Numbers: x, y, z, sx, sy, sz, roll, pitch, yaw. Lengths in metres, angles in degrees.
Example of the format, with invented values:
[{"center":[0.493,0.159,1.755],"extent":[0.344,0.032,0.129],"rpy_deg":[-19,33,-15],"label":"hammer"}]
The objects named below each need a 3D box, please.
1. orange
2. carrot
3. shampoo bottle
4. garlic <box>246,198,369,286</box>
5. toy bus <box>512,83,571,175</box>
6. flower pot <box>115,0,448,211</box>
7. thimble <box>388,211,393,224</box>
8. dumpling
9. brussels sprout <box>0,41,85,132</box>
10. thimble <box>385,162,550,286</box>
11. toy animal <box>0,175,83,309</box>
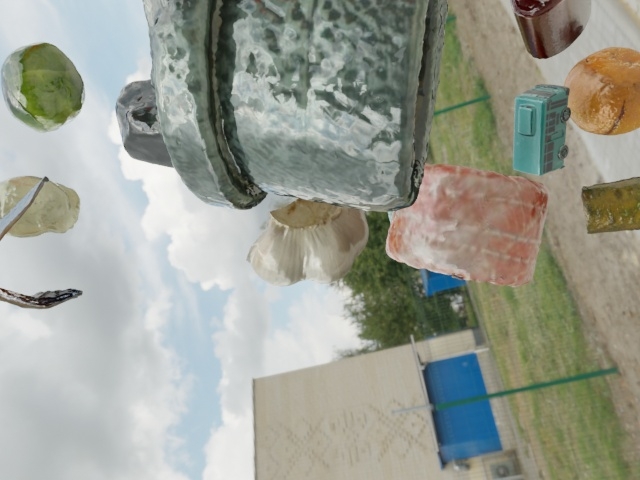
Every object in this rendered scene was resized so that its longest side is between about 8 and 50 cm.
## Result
[{"center":[0.601,-0.303,1.143],"extent":[0.161,0.193,0.193],"rpy_deg":[84,-178,-46],"label":"orange"},{"center":[0.465,-0.053,0.790],"extent":[0.082,0.173,0.082],"rpy_deg":[-4,-90,-72],"label":"carrot"},{"center":[0.286,-0.301,0.681],"extent":[0.064,0.102,0.260],"rpy_deg":[50,-159,15],"label":"shampoo bottle"},{"center":[0.000,0.000,0.914],"extent":[0.143,0.229,0.178],"rpy_deg":[42,164,10],"label":"garlic"},{"center":[0.424,-0.214,1.069],"extent":[0.079,0.092,0.160],"rpy_deg":[30,134,51],"label":"toy bus"},{"center":[-0.038,-0.173,0.500],"extent":[0.299,0.283,0.299],"rpy_deg":[9,-90,-75],"label":"flower pot"},{"center":[0.278,-0.111,1.516],"extent":[0.235,0.198,0.143],"rpy_deg":[-40,-65,-52],"label":"thimble"},{"center":[-0.735,-0.076,1.393],"extent":[0.252,0.131,0.179],"rpy_deg":[1,-127,-34],"label":"dumpling"},{"center":[-0.784,-0.416,1.563],"extent":[0.219,0.210,0.271],"rpy_deg":[60,151,6],"label":"brussels sprout"},{"center":[0.223,-0.029,0.841],"extent":[0.239,0.239,0.162],"rpy_deg":[-17,-62,-79],"label":"thimble"},{"center":[-0.621,0.033,0.946],"extent":[0.302,0.284,0.224],"rpy_deg":[-42,-53,-63],"label":"toy animal"}]
